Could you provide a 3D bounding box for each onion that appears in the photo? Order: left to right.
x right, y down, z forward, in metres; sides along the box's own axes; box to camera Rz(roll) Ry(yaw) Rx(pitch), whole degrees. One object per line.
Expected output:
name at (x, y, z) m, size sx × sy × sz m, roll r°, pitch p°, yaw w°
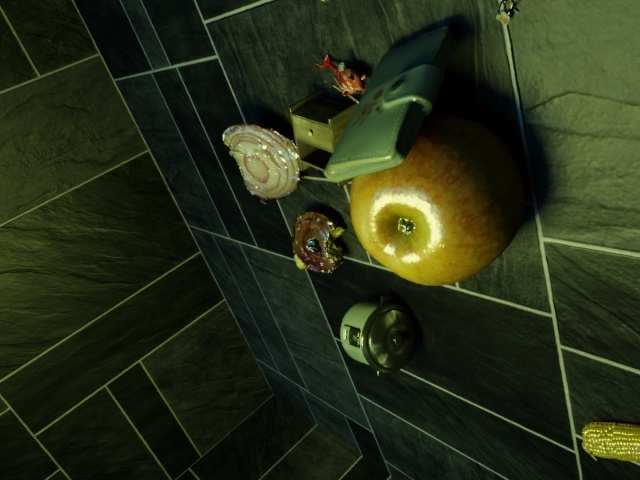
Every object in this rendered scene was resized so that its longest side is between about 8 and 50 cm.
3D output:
onion at (-0.169, -0.291, 1.851) m, size 0.280 × 0.146 × 0.314 m, roll 2°, pitch 127°, yaw 26°

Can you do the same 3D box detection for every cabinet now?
cabinet at (0.028, -0.296, 1.512) m, size 0.174 × 0.148 × 0.215 m, roll 28°, pitch 142°, yaw 40°

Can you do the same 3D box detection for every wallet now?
wallet at (0.150, -0.291, 1.122) m, size 0.083 × 0.360 × 0.252 m, roll 35°, pitch 158°, yaw -26°

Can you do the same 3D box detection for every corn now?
corn at (0.779, 0.507, 1.317) m, size 0.260 × 0.091 × 0.091 m, roll -23°, pitch 86°, yaw 58°

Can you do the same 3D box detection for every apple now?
apple at (0.251, -0.082, 1.212) m, size 0.400 × 0.333 × 0.400 m, roll 40°, pitch 153°, yaw 26°

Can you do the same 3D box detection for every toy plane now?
toy plane at (0.064, -0.438, 1.393) m, size 0.077 × 0.126 × 0.194 m, roll -60°, pitch 27°, yaw 27°
toy plane at (0.357, -0.451, 0.962) m, size 0.049 × 0.031 × 0.121 m, roll 45°, pitch 149°, yaw 28°

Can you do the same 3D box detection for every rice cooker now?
rice cooker at (0.208, 0.330, 1.838) m, size 0.227 × 0.241 × 0.281 m, roll 2°, pitch 86°, yaw 60°

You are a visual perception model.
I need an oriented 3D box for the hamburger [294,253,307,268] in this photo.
hamburger at (-0.034, 0.062, 2.034) m, size 0.141 × 0.126 × 0.081 m, roll -46°, pitch 69°, yaw 38°

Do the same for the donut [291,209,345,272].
donut at (-0.001, -0.001, 1.886) m, size 0.216 × 0.096 × 0.230 m, roll -2°, pitch 106°, yaw 40°
